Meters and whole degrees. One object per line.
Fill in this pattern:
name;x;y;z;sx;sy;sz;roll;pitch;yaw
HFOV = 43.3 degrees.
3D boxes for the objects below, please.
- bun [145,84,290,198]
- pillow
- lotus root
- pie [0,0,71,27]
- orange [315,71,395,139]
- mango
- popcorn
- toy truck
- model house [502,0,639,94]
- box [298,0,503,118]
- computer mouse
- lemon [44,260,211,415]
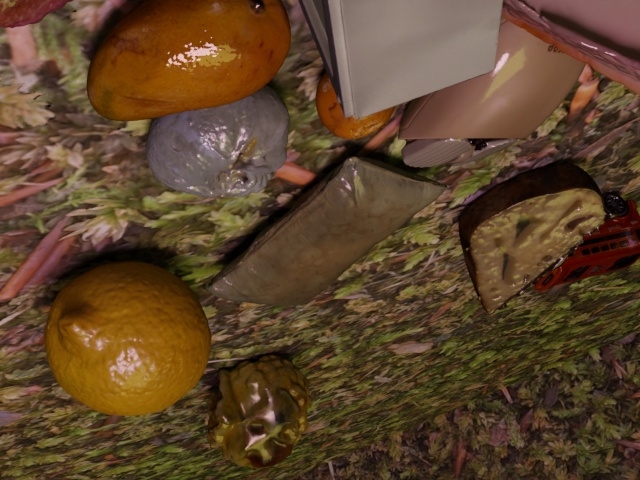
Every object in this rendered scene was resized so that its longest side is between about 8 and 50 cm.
bun;-0.091;-0.086;0.752;0.140;0.083;0.141;-16;153;-8
pillow;0.000;0.000;1.019;0.185;0.075;0.302;8;142;-45
lotus root;0.289;-0.009;1.178;0.170;0.074;0.260;30;123;-31
pie;-0.199;-0.187;0.501;0.153;0.038;0.153;-20;156;-9
orange;0.033;-0.136;0.763;0.083;0.070;0.083;-22;169;-5
mango;-0.103;-0.146;0.616;0.165;0.089;0.115;-15;165;-5
popcorn;-0.119;0.311;1.485;0.189;0.218;0.169;5;-167;-18
toy truck;0.406;0.008;1.320;0.252;0.114;0.107;-12;154;-19
model house;0.255;-0.238;0.614;0.237;0.202;0.237;-66;169;10
box;0.011;-0.197;0.419;0.086;0.225;0.129;-20;156;-1
computer mouse;0.180;-0.152;0.836;0.145;0.082;0.236;-4;150;-35
lemon;-0.223;0.117;0.954;0.186;0.187;0.244;-26;161;10
